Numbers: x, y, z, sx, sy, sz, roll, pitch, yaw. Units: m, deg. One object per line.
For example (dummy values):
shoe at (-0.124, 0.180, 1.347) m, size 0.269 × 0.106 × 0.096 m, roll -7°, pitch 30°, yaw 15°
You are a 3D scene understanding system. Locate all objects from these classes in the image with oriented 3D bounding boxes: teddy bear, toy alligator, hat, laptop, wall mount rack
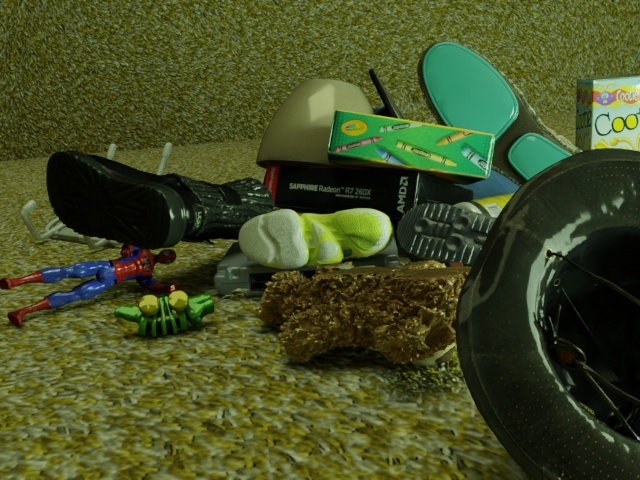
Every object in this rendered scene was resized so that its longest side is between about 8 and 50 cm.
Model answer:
teddy bear at (0.057, 0.089, 0.816) m, size 0.338 × 0.113 × 0.245 m, roll -2°, pitch 7°, yaw 37°
toy alligator at (-0.190, 0.104, 0.901) m, size 0.190 × 0.056 × 0.051 m, roll -7°, pitch 58°, yaw -13°
hat at (0.268, 0.090, 0.567) m, size 0.332 × 0.331 × 0.134 m, roll -6°, pitch -25°, yaw -4°
laptop at (0.336, -0.242, 1.482) m, size 0.236 × 0.408 × 0.382 m, roll -32°, pitch 27°, yaw 13°
wall mount rack at (-0.494, -0.102, 1.476) m, size 0.350 × 0.130 × 0.304 m, roll 6°, pitch 36°, yaw 33°

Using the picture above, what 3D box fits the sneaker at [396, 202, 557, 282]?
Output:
sneaker at (0.267, 0.041, 0.899) m, size 0.319 × 0.112 × 0.131 m, roll 25°, pitch -14°, yaw 29°

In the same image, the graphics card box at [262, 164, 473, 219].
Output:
graphics card box at (0.092, -0.087, 1.304) m, size 0.371 × 0.094 × 0.233 m, roll 9°, pitch 1°, yaw 39°

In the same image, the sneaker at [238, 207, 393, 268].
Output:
sneaker at (0.000, 0.000, 1.000) m, size 0.240 × 0.091 × 0.126 m, roll -1°, pitch -3°, yaw 17°

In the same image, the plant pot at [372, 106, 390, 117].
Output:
plant pot at (0.068, -0.217, 1.643) m, size 0.236 × 0.211 × 0.236 m, roll -5°, pitch 14°, yaw 25°

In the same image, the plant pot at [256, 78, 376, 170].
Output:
plant pot at (0.013, -0.240, 1.395) m, size 0.284 × 0.190 × 0.284 m, roll 7°, pitch -2°, yaw 0°

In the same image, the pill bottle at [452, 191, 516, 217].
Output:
pill bottle at (0.319, -0.019, 1.060) m, size 0.209 × 0.119 × 0.119 m, roll -10°, pitch 17°, yaw -22°

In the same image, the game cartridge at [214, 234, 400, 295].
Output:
game cartridge at (-0.016, 0.035, 1.089) m, size 0.295 × 0.060 × 0.196 m, roll -3°, pitch 19°, yaw 5°

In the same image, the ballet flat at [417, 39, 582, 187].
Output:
ballet flat at (0.382, -0.199, 1.290) m, size 0.483 × 0.164 × 0.182 m, roll 46°, pitch 10°, yaw 14°

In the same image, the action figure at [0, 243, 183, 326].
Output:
action figure at (-0.338, 0.060, 1.021) m, size 0.280 × 0.091 × 0.139 m, roll -20°, pitch 15°, yaw -41°

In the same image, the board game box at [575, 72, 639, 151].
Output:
board game box at (0.617, -0.201, 1.335) m, size 0.142 × 0.275 × 0.144 m, roll -2°, pitch 15°, yaw 9°

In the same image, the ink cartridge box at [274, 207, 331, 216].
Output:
ink cartridge box at (-0.063, -0.018, 1.268) m, size 0.151 × 0.063 × 0.109 m, roll 8°, pitch 19°, yaw 39°

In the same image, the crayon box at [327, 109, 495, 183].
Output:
crayon box at (0.155, -0.165, 1.165) m, size 0.279 × 0.081 × 0.165 m, roll 9°, pitch 1°, yaw 1°

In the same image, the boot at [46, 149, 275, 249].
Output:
boot at (-0.281, -0.071, 1.124) m, size 0.348 × 0.131 × 0.260 m, roll 22°, pitch 19°, yaw 29°
